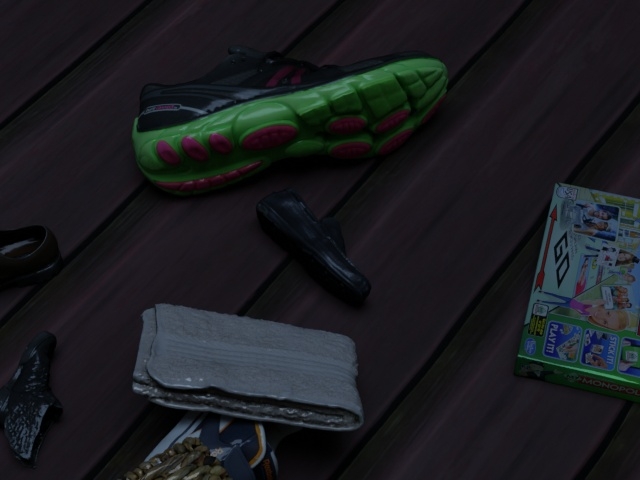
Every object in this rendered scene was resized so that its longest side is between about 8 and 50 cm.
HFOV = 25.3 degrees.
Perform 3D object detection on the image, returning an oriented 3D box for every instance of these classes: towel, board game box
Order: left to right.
[{"bbox_3d":[-0.088,0.152,1.765,0.282,0.049,0.187,9,27,-7],"label":"towel"},{"bbox_3d":[0.398,0.068,1.954,0.213,0.046,0.317,12,52,9],"label":"board game box"}]

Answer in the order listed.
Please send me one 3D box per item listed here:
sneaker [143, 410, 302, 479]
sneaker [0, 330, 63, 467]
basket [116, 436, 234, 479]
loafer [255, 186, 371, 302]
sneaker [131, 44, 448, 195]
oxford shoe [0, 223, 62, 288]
[{"bbox_3d":[-0.133,0.288,1.713,0.127,0.126,0.321,19,51,21],"label":"sneaker"},{"bbox_3d":[-0.361,0.201,1.829,0.089,0.051,0.170,22,58,15],"label":"sneaker"},{"bbox_3d":[-0.146,0.399,1.510,0.213,0.299,0.223,-30,58,-23],"label":"basket"},{"bbox_3d":[0.000,0.000,1.979,0.078,0.076,0.223,-36,56,-17],"label":"loafer"},{"bbox_3d":[-0.043,-0.216,2.086,0.482,0.185,0.202,-11,56,-12],"label":"sneaker"},{"bbox_3d":[-0.466,0.032,1.932,0.227,0.096,0.083,-25,58,-18],"label":"oxford shoe"}]
